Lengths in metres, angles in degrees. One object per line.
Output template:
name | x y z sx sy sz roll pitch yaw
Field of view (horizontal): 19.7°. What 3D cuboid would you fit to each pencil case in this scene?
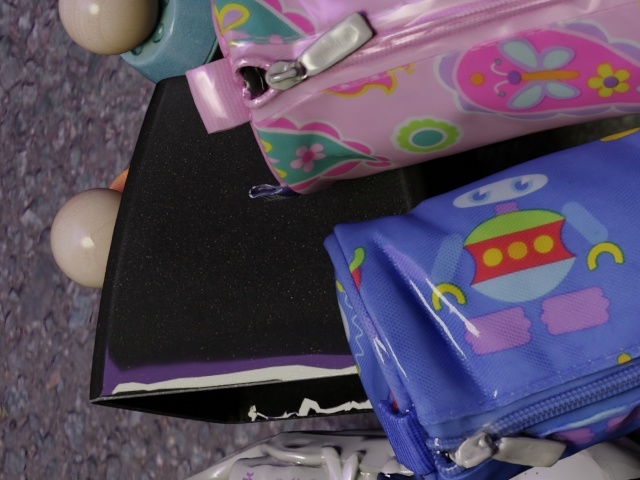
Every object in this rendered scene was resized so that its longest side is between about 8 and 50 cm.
pencil case | 0.152 0.012 0.753 0.306 0.119 0.133 -18 41 4
pencil case | 0.089 -0.102 0.788 0.284 0.124 0.124 -13 75 19

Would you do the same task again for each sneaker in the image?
sneaker | 0.043 0.154 0.959 0.305 0.152 0.114 -10 77 46

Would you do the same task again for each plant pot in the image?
plant pot | 0.000 0.000 0.950 0.188 0.187 0.167 -6 80 19

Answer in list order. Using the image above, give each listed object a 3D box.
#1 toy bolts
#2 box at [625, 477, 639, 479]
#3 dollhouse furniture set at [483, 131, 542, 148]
toy bolts | -0.065 -0.078 1.098 0.218 0.158 0.229 -27 67 44
box | 0.195 0.237 0.657 0.296 0.182 0.294 -22 93 49
dollhouse furniture set | 0.129 -0.235 0.967 0.197 0.151 0.302 -20 52 25
